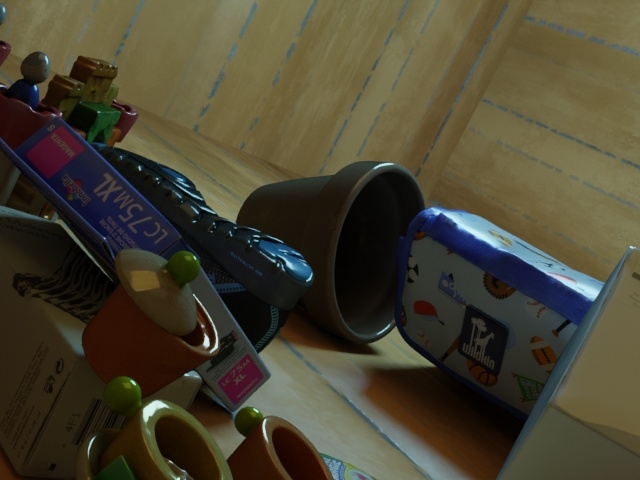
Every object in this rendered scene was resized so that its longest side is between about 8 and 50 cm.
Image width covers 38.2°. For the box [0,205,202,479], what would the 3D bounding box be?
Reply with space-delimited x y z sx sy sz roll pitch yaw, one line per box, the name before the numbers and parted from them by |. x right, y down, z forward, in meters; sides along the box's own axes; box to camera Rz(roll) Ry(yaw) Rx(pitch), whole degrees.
box | -0.213 0.068 0.714 0.113 0.094 0.275 19 12 -45

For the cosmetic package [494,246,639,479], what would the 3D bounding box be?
cosmetic package | 0.294 0.173 0.931 0.138 0.224 0.225 31 54 15

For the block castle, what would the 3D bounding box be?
block castle | -0.420 -0.183 1.175 0.303 0.213 0.453 27 8 -2

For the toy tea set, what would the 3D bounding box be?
toy tea set | -0.014 0.136 0.523 0.336 0.124 0.200 49 13 0

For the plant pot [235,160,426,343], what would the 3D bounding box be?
plant pot | 0.000 0.000 1.379 0.229 0.263 0.263 13 -1 35

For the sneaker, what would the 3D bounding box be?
sneaker | -0.174 0.004 1.045 0.340 0.140 0.125 35 12 26

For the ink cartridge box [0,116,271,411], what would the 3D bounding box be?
ink cartridge box | -0.156 0.017 0.801 0.186 0.065 0.311 40 -13 31

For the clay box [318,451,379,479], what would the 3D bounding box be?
clay box | 0.072 0.244 0.691 0.222 0.053 0.127 27 8 6

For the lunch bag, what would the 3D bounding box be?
lunch bag | 0.293 0.127 1.299 0.327 0.239 0.385 32 -11 33
